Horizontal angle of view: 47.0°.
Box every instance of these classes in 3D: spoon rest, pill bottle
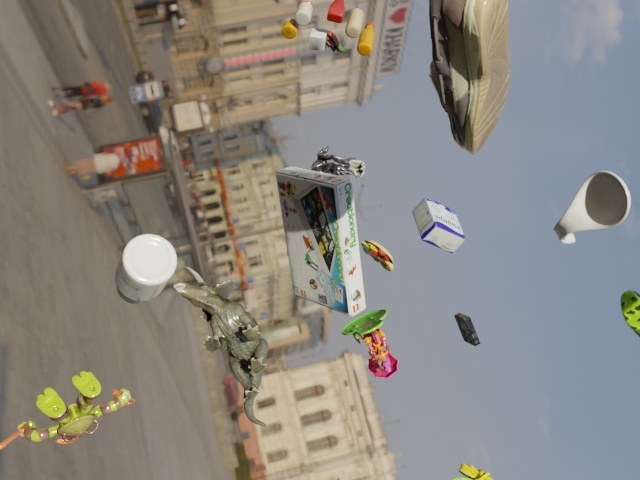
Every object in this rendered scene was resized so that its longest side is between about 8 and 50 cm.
[{"bbox_3d":[0.664,-0.067,1.823,0.137,0.084,0.276,65,-25,20],"label":"spoon rest"},{"bbox_3d":[-0.446,0.081,1.846,0.229,0.131,0.131,-42,-121,59],"label":"pill bottle"}]

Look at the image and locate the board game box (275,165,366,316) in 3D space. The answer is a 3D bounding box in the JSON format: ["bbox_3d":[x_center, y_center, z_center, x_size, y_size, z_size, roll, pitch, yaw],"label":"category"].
[{"bbox_3d":[0.000,0.000,1.604,0.193,0.053,0.306,17,-57,44],"label":"board game box"}]

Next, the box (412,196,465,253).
[{"bbox_3d":[0.360,-0.047,2.241,0.072,0.126,0.137,-49,-146,31],"label":"box"}]

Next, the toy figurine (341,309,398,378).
[{"bbox_3d":[0.149,0.278,1.873,0.159,0.130,0.173,64,-7,-6],"label":"toy figurine"}]

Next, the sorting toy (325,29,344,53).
[{"bbox_3d":[0.026,-0.529,1.979,0.061,0.042,0.102,54,6,19],"label":"sorting toy"}]

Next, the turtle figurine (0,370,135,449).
[{"bbox_3d":[-0.481,0.339,1.398,0.217,0.269,0.087,111,-39,-56],"label":"turtle figurine"}]

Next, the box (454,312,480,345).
[{"bbox_3d":[0.401,0.243,2.012,0.083,0.018,0.067,67,-12,-12],"label":"box"}]

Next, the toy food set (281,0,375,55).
[{"bbox_3d":[0.026,-0.550,1.845,0.111,0.232,0.105,96,5,-50],"label":"toy food set"}]

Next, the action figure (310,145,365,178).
[{"bbox_3d":[0.025,-0.147,1.864,0.276,0.140,0.164,-88,-158,-80],"label":"action figure"}]

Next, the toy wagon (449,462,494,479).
[{"bbox_3d":[0.151,0.471,1.063,0.267,0.344,0.068,31,-23,18],"label":"toy wagon"}]

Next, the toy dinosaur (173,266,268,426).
[{"bbox_3d":[-0.139,0.186,1.320,0.314,0.121,0.160,59,6,-19],"label":"toy dinosaur"}]

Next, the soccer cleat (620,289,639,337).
[{"bbox_3d":[0.734,0.191,1.647,0.060,0.072,0.179,-37,-106,34],"label":"soccer cleat"}]

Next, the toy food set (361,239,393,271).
[{"bbox_3d":[0.122,0.029,1.571,0.082,0.020,0.083,33,-15,29],"label":"toy food set"}]

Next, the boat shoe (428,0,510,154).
[{"bbox_3d":[0.191,-0.227,0.972,0.092,0.103,0.285,27,-20,24],"label":"boat shoe"}]
